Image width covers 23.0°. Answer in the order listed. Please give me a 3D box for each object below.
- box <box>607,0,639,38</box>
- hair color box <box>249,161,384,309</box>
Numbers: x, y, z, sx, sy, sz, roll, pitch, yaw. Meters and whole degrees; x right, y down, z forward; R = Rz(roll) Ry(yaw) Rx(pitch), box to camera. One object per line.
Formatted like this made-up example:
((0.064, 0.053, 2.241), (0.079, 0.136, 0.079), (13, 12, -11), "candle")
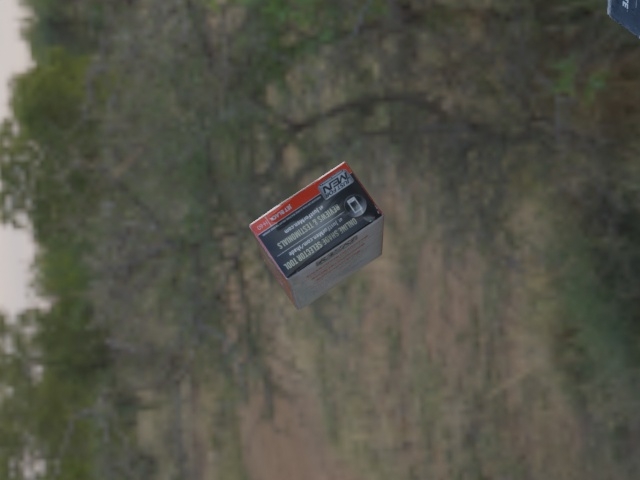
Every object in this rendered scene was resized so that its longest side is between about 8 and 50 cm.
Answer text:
((0.359, -0.274, 1.331), (0.257, 0.079, 0.322), (45, 151, 40), "box")
((0.000, 0.000, 0.990), (0.043, 0.072, 0.141), (56, 175, 9), "hair color box")
